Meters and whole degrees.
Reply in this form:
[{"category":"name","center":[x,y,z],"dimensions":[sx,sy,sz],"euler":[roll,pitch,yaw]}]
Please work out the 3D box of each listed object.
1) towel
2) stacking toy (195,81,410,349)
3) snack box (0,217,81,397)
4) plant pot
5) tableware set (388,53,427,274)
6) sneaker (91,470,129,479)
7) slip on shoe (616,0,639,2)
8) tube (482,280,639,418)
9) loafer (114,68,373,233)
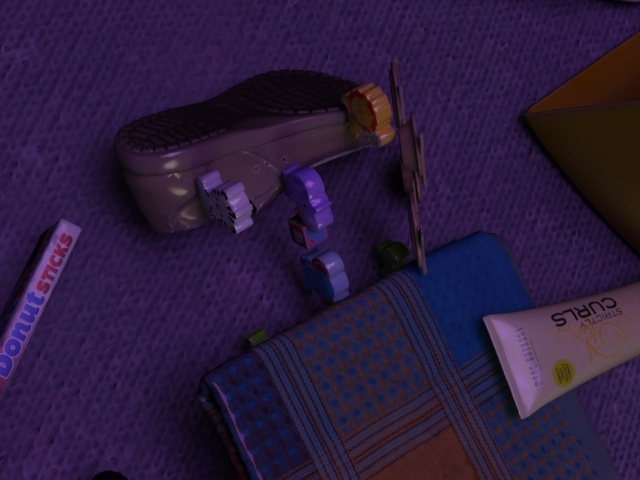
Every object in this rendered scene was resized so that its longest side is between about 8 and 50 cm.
[{"category":"towel","center":[0.085,0.164,1.231],"dimensions":[0.370,0.040,0.271],"euler":[-25,90,-42]},{"category":"stacking toy","center":[0.000,0.000,1.223],"dimensions":[0.167,0.052,0.221],"euler":[-32,127,-25]},{"category":"snack box","center":[-0.237,0.069,1.151],"dimensions":[0.022,0.064,0.178],"euler":[29,69,-17]},{"category":"plant pot","center":[0.357,-0.093,1.380],"dimensions":[0.212,0.212,0.187],"euler":[-35,107,-26]},{"category":"tableware set","center":[0.078,-0.066,1.262],"dimensions":[0.020,0.141,0.168],"euler":[-8,37,3]},{"category":"sneaker","center":[-0.256,0.255,1.085],"dimensions":[0.124,0.107,0.283],"euler":[40,60,4]},{"category":"slip on shoe","center":[0.211,-0.292,1.405],"dimensions":[0.331,0.101,0.123],"euler":[4,79,-21]},{"category":"tube","center":[0.245,0.085,1.332],"dimensions":[0.240,0.062,0.070],"euler":[-14,40,-37]},{"category":"loafer","center":[-0.056,-0.075,1.248],"dimensions":[0.268,0.102,0.092],"euler":[-17,125,-35]}]
